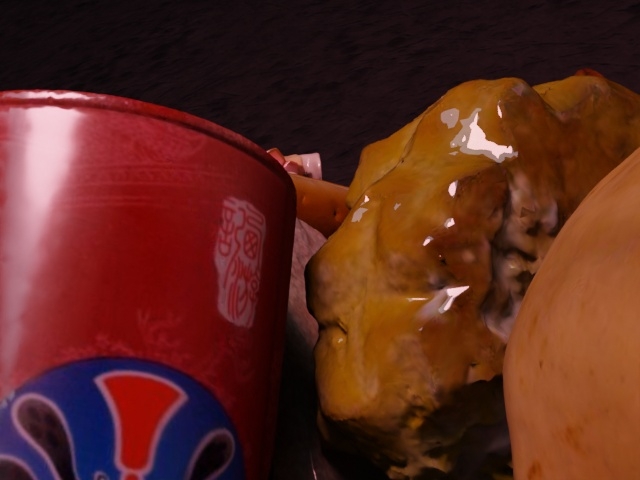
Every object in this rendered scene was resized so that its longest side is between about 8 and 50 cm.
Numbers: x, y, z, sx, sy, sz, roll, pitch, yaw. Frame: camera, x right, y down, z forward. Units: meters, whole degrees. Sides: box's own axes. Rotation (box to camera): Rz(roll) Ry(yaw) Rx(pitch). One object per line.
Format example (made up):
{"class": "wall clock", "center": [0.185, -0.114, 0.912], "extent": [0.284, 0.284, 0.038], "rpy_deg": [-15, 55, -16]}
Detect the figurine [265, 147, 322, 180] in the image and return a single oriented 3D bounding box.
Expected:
{"class": "figurine", "center": [-0.050, -0.001, 1.089], "extent": [0.102, 0.112, 0.195], "rpy_deg": [-1, 26, 3]}

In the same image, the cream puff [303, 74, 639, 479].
{"class": "cream puff", "center": [0.112, 0.043, 0.744], "extent": [0.282, 0.282, 0.185], "rpy_deg": [-37, 9, -27]}

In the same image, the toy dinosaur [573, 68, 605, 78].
{"class": "toy dinosaur", "center": [0.216, -0.067, 1.002], "extent": [0.208, 0.097, 0.432], "rpy_deg": [-15, 28, -16]}

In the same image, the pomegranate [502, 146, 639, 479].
{"class": "pomegranate", "center": [0.232, 0.067, 0.512], "extent": [0.332, 0.333, 0.332], "rpy_deg": [-17, 27, 9]}

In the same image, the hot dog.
{"class": "hot dog", "center": [0.000, 0.000, 0.965], "extent": [0.092, 0.235, 0.062], "rpy_deg": [-52, 53, 26]}

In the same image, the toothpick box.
{"class": "toothpick box", "center": [-0.123, 0.123, 0.619], "extent": [0.204, 0.204, 0.333], "rpy_deg": [-7, 67, 26]}

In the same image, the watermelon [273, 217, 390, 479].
{"class": "watermelon", "center": [-0.085, 0.104, 0.815], "extent": [0.264, 0.151, 0.302], "rpy_deg": [-15, 64, 17]}
